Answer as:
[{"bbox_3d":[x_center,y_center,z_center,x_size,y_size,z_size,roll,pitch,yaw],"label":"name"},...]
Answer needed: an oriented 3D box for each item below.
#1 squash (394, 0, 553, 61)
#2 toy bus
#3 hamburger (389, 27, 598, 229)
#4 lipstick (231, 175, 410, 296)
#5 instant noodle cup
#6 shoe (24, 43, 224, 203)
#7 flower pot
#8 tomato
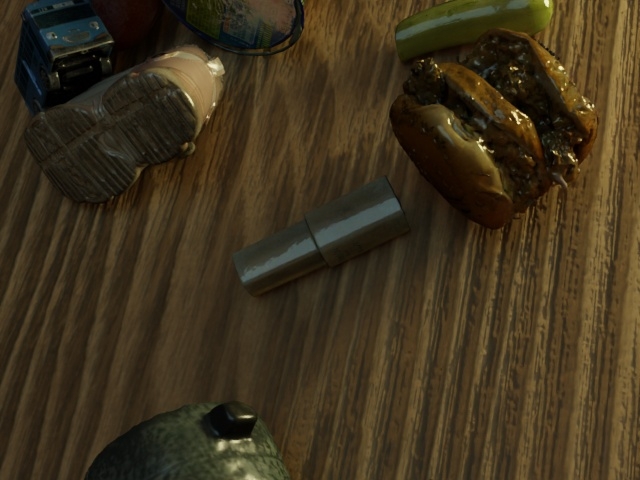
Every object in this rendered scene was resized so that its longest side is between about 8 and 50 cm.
[{"bbox_3d":[0.238,-0.343,1.276,0.250,0.083,0.083,-9,63,14],"label":"squash"},{"bbox_3d":[-0.425,-0.293,1.329,0.116,0.234,0.134,-24,81,-31],"label":"toy bus"},{"bbox_3d":[0.219,-0.156,1.099,0.211,0.260,0.245,-41,29,-6],"label":"hamburger"},{"bbox_3d":[0.000,0.000,1.181,0.252,0.079,0.077,-26,63,4],"label":"lipstick"},{"bbox_3d":[-0.102,-0.518,1.363,0.284,0.284,0.312,13,62,21],"label":"instant noodle cup"},{"bbox_3d":[-0.303,-0.188,1.320,0.350,0.172,0.198,-14,24,29],"label":"shoe"},{"bbox_3d":[-0.106,0.361,0.940,0.299,0.299,0.283,-30,53,0],"label":"flower pot"},{"bbox_3d":[-0.379,-0.433,1.430,0.231,0.189,0.232,-4,62,8],"label":"tomato"}]
